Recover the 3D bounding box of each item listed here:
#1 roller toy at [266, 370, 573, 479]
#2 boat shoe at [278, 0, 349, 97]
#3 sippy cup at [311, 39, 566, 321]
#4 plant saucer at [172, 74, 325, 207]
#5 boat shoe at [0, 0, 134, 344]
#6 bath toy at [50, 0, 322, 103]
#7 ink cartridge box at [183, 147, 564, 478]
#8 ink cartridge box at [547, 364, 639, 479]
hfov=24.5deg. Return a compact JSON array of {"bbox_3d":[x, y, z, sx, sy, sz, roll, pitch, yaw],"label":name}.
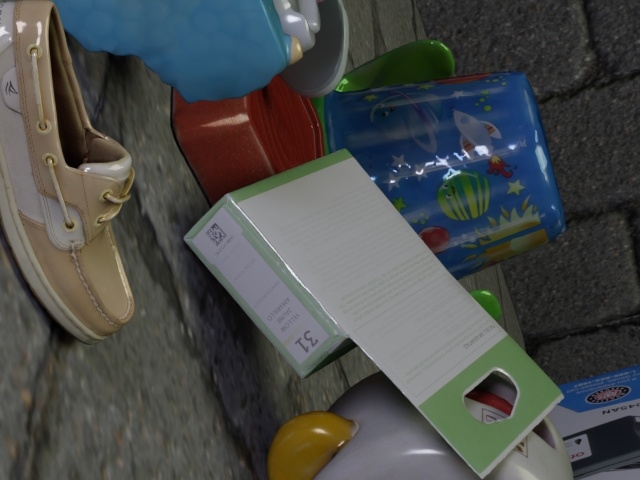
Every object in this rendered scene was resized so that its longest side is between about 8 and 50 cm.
[{"bbox_3d":[0.077,0.189,0.996,0.146,0.191,0.209,-74,148,-68],"label":"roller toy"},{"bbox_3d":[-0.010,-0.187,1.139,0.083,0.065,0.183,40,35,-70],"label":"boat shoe"},{"bbox_3d":[0.111,-0.057,1.414,0.240,0.224,0.305,10,66,-78],"label":"sippy cup"},{"bbox_3d":[-0.044,-0.086,1.137,0.258,0.048,0.259,65,16,-44],"label":"plant saucer"},{"bbox_3d":[-0.114,-0.029,0.666,0.063,0.059,0.170,-85,157,-61],"label":"boat shoe"},{"bbox_3d":[-0.069,-0.190,0.939,0.348,0.129,0.151,-70,146,-69],"label":"bath toy"},{"bbox_3d":[0.041,0.052,0.969,0.235,0.056,0.171,50,29,8],"label":"ink cartridge box"},{"bbox_3d":[0.217,0.281,1.335,0.395,0.286,0.166,-70,143,-72],"label":"ink cartridge box"}]
